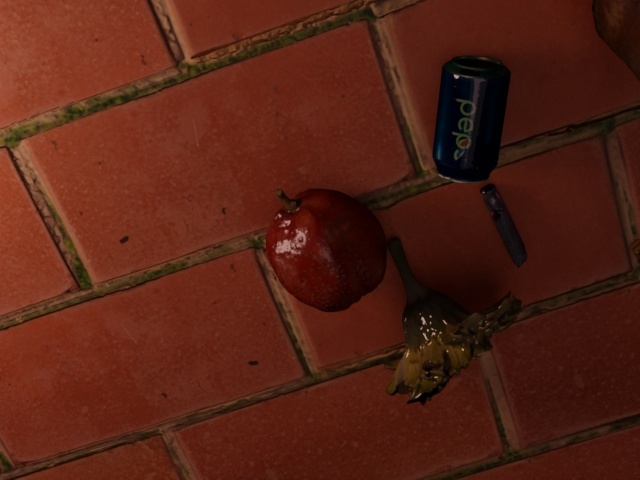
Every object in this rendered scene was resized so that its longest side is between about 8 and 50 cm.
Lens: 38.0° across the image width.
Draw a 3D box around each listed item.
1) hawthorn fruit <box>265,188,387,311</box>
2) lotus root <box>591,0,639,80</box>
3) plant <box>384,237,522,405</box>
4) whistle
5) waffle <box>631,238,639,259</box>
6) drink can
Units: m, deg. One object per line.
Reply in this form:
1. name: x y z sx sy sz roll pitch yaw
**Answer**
1. hawthorn fruit: 0.000 0.000 1.628 0.205 0.205 0.253 -28 113 10
2. lotus root: 0.569 -0.393 1.462 0.316 0.316 0.250 16 132 -10
3. plant: 0.210 0.162 1.679 0.305 0.261 0.297 -29 114 22
4. whistle: 0.341 -0.028 1.720 0.033 0.033 0.177 -27 113 9
5. waffle: 0.669 0.003 1.744 0.102 0.042 0.148 41 107 -20
6. drink can: 0.255 -0.205 1.586 0.118 0.118 0.205 2 114 -4
